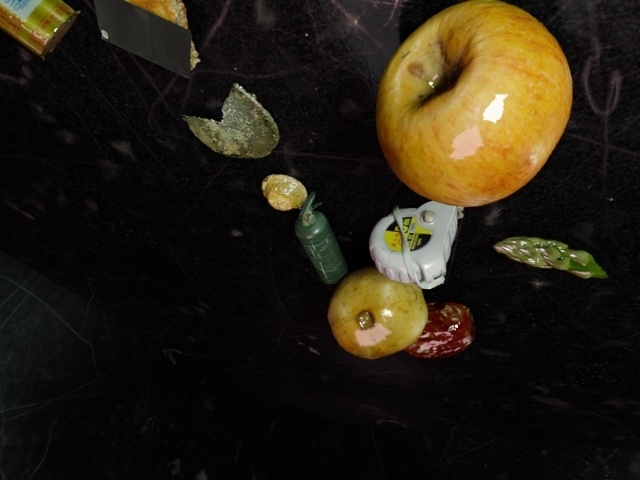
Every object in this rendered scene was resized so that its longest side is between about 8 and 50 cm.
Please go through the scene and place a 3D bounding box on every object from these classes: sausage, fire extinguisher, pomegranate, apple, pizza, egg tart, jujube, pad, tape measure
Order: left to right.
[{"bbox_3d":[-0.627,-0.485,0.829,0.317,0.117,0.125,37,126,-23],"label":"sausage"},{"bbox_3d":[-0.332,-0.386,0.841,0.193,0.004,0.116,24,149,-3],"label":"pad"},{"bbox_3d":[-0.302,-0.414,0.840,0.200,0.053,0.193,2,143,30],"label":"pizza"},{"bbox_3d":[-0.098,-0.119,1.168,0.128,0.049,0.129,10,144,8],"label":"egg tart"},{"bbox_3d":[0.000,0.000,1.252,0.095,0.114,0.311,33,162,37],"label":"fire extinguisher"},{"bbox_3d":[0.158,0.203,1.287,0.307,0.307,0.307,12,145,8],"label":"pomegranate"},{"bbox_3d":[0.215,0.006,1.056,0.197,0.236,0.120,8,144,25],"label":"tape measure"},{"bbox_3d":[0.360,0.284,1.418,0.243,0.183,0.183,-11,137,25],"label":"jujube"},{"bbox_3d":[0.240,-0.198,0.710,0.275,0.299,0.299,21,149,-33],"label":"apple"}]

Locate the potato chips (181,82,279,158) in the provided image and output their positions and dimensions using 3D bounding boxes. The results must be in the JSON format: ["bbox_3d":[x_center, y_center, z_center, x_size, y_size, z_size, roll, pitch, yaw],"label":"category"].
[{"bbox_3d":[-0.206,-0.262,1.034,0.219,0.029,0.202,-3,144,24],"label":"potato chips"}]

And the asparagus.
[{"bbox_3d":[0.553,0.034,1.078,0.287,0.080,0.080,9,146,-2],"label":"asparagus"}]
